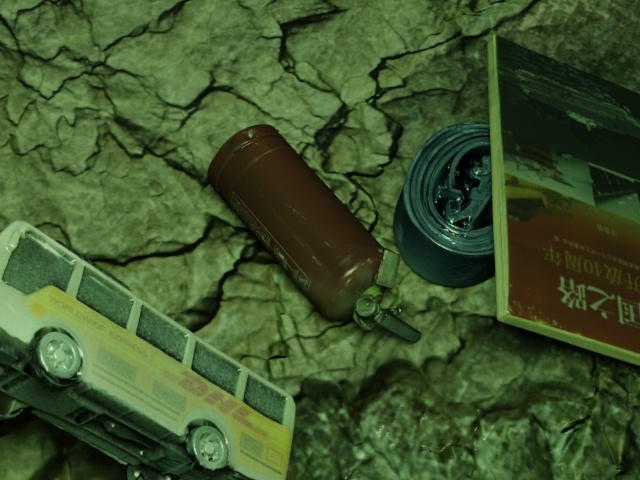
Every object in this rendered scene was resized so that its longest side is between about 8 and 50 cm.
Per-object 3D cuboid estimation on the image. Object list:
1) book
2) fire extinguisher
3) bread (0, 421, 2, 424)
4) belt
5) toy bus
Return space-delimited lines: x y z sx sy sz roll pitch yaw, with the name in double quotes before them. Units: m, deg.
"book" 0.296 -0.039 1.365 0.262 0.028 0.374 18 51 -20
"fire extinguisher" 0.000 0.000 1.317 0.104 0.105 0.269 -30 62 -25
"bread" -0.346 0.125 1.134 0.132 0.172 0.103 12 60 1
"belt" 0.158 -0.045 1.370 0.141 0.082 0.190 29 55 7
"toy bus" -0.169 0.117 1.096 0.342 0.097 0.138 37 44 -27
